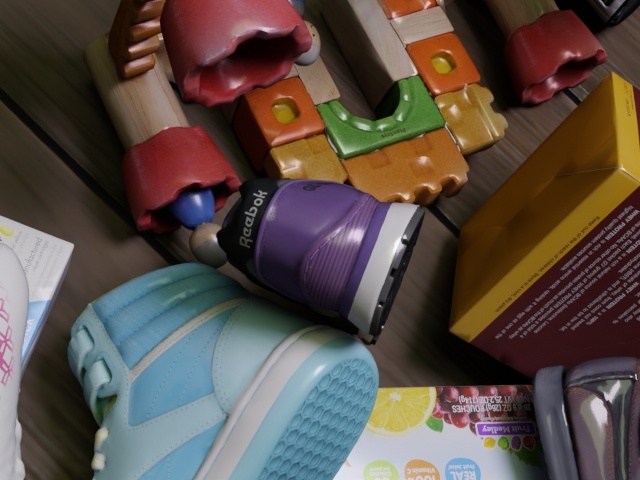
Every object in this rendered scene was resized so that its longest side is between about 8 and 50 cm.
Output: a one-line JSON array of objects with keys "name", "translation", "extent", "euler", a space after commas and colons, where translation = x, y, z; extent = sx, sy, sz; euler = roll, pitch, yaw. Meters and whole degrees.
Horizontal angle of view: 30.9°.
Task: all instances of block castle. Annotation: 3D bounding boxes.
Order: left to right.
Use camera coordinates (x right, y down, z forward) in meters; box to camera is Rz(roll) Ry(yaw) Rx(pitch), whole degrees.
[{"name": "block castle", "translation": [0.064, -0.160, 0.867], "extent": [0.453, 0.303, 0.213], "euler": [-21, 76, -24]}]

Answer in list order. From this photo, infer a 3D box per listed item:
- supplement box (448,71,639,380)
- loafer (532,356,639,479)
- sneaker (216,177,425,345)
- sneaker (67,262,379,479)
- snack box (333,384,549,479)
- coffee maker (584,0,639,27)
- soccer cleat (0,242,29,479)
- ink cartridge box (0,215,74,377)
[{"name": "supplement box", "translation": [0.233, 0.020, 0.873], "extent": [0.194, 0.191, 0.129], "euler": [31, 37, -13]}, {"name": "loafer", "translation": [0.230, 0.229, 0.817], "extent": [0.095, 0.109, 0.302], "euler": [-16, 88, 17]}, {"name": "sneaker", "translation": [0.000, 0.000, 0.798], "extent": [0.124, 0.283, 0.107], "euler": [21, 84, 5]}, {"name": "sneaker", "translation": [-0.124, 0.158, 0.781], "extent": [0.208, 0.127, 0.319], "euler": [33, 83, 34]}, {"name": "snack box", "translation": [0.069, 0.197, 0.840], "extent": [0.207, 0.070, 0.174], "euler": [2, 65, -17]}, {"name": "coffee maker", "translation": [0.260, -0.307, 1.100], "extent": [0.178, 0.120, 0.171], "euler": [43, 61, 3]}, {"name": "soccer cleat", "translation": [-0.229, 0.169, 0.716], "extent": [0.143, 0.116, 0.331], "euler": [25, 81, -21]}, {"name": "ink cartridge box", "translation": [-0.278, 0.023, 0.808], "extent": [0.181, 0.061, 0.104], "euler": [21, 62, -8]}]
